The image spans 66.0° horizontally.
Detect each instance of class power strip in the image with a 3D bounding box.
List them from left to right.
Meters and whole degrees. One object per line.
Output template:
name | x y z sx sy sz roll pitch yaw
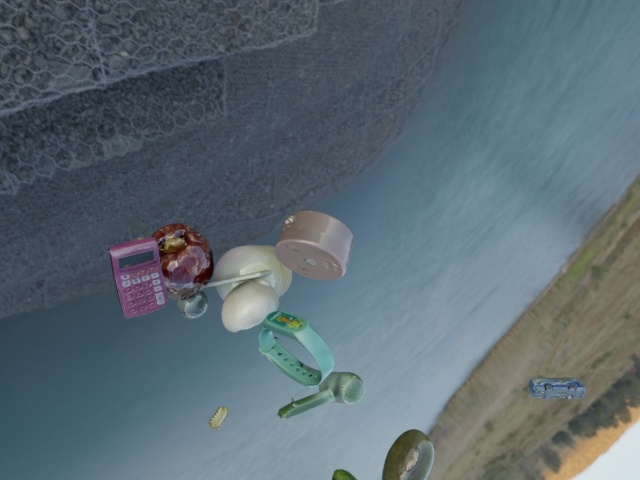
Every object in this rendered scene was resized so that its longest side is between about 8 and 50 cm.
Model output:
power strip | -0.013 0.012 0.984 0.154 0.153 0.078 79 26 -58

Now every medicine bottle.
medicine bottle | -0.266 0.135 1.856 0.236 0.235 0.406 -52 171 7

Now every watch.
watch | -0.070 0.278 1.279 0.068 0.236 0.195 -38 128 -39

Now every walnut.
walnut | -0.446 0.075 1.489 0.243 0.222 0.269 -7 147 -6

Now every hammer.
hammer | -0.011 0.580 1.827 0.335 0.119 0.206 -11 171 -31

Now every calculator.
calculator | -0.464 0.095 1.261 0.126 0.034 0.191 -17 104 -43

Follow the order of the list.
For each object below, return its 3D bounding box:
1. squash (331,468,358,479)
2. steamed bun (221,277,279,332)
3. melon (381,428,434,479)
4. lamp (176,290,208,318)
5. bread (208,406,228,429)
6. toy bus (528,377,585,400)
squash | 0.090 0.560 0.938 0.069 0.258 0.069 -25 175 -2
steamed bun | -0.232 0.200 1.605 0.177 0.131 0.228 -18 -172 24
melon | 0.196 0.510 1.119 0.162 0.099 0.099 -56 157 -20
lamp | -0.426 0.209 1.643 0.105 0.105 0.105 -36 151 -24
bread | -0.370 0.645 1.794 0.033 0.049 0.088 -44 -170 46
toy bus | 0.714 0.447 1.495 0.061 0.152 0.051 -88 176 -62
